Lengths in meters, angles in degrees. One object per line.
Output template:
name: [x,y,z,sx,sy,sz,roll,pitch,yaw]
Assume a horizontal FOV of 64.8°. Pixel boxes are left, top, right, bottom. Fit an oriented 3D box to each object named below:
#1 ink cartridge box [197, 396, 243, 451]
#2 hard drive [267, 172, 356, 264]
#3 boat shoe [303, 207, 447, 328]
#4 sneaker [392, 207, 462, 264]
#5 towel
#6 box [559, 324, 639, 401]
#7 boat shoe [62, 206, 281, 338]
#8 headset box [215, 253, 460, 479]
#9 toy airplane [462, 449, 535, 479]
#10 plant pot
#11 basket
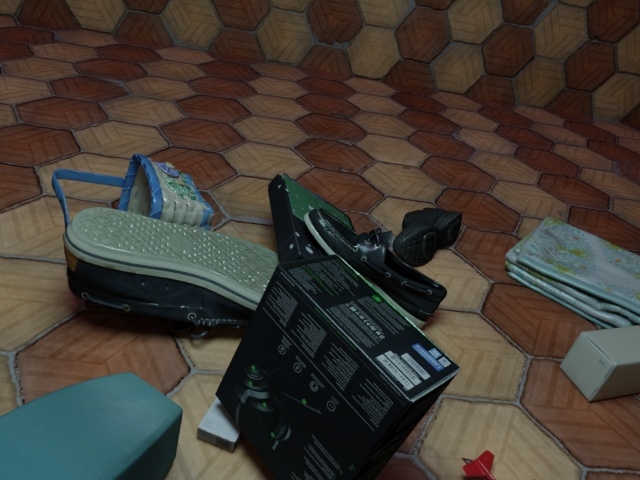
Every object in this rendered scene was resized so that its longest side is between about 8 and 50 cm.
ink cartridge box: [-0.140,0.271,0.798,0.063,0.029,0.115,18,33,10]
hard drive: [0.000,0.000,1.121,0.237,0.064,0.338,32,24,-30]
boat shoe: [0.121,0.033,1.029,0.340,0.113,0.127,43,20,-2]
sneaker: [0.256,-0.020,1.310,0.130,0.108,0.286,23,27,33]
towel: [0.698,0.080,1.296,0.375,0.090,0.321,32,39,27]
box: [0.639,0.240,1.019,0.275,0.113,0.094,0,35,-20]
boat shoe: [-0.219,0.085,0.945,0.501,0.155,0.186,17,28,-21]
headset box: [0.004,0.207,0.703,0.246,0.283,0.131,42,30,29]
toy airplane: [0.276,0.382,0.764,0.151,0.028,0.151,8,34,-5]
plant pot: [-0.294,0.283,0.621,0.166,0.165,0.234,26,28,20]
basket: [-0.397,-0.071,1.067,0.289,0.201,0.254,-2,36,-37]
